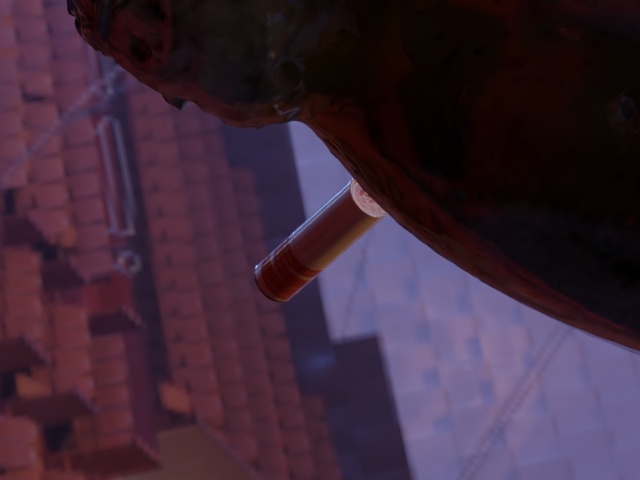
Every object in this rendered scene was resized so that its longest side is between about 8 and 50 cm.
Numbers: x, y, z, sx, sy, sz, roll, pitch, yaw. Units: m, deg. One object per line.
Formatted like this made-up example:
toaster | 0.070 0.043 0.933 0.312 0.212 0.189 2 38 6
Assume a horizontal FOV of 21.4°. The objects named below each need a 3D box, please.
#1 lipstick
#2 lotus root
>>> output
lipstick | 0.000 0.000 1.292 0.130 0.038 0.038 -42 -129 40
lotus root | 0.104 -0.045 0.406 0.140 0.322 0.158 -77 179 -56
